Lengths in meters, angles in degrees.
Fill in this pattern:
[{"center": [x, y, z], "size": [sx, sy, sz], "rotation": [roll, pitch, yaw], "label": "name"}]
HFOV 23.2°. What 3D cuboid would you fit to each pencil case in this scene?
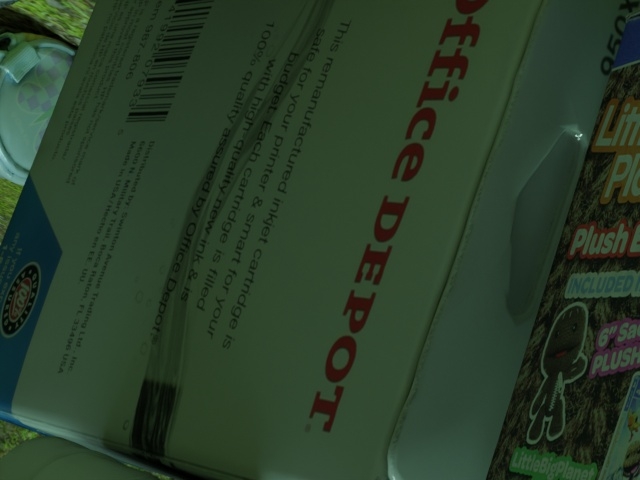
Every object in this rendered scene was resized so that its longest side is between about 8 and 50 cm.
[{"center": [-0.301, -0.115, 1.239], "size": [0.273, 0.113, 0.124], "rotation": [10, 154, 40], "label": "pencil case"}]

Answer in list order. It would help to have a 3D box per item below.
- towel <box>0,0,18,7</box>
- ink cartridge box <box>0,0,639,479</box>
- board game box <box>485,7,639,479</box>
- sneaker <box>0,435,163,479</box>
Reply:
[{"center": [-0.231, -0.205, 0.714], "size": [0.284, 0.121, 0.235], "rotation": [29, 164, -34], "label": "towel"}, {"center": [0.000, 0.000, 0.830], "size": [0.166, 0.285, 0.395], "rotation": [28, 166, -36], "label": "ink cartridge box"}, {"center": [0.207, 0.074, 0.599], "size": [0.232, 0.291, 0.141], "rotation": [23, 169, -18], "label": "board game box"}, {"center": [-0.021, 0.193, 0.778], "size": [0.169, 0.108, 0.292], "rotation": [14, 166, 38], "label": "sneaker"}]
